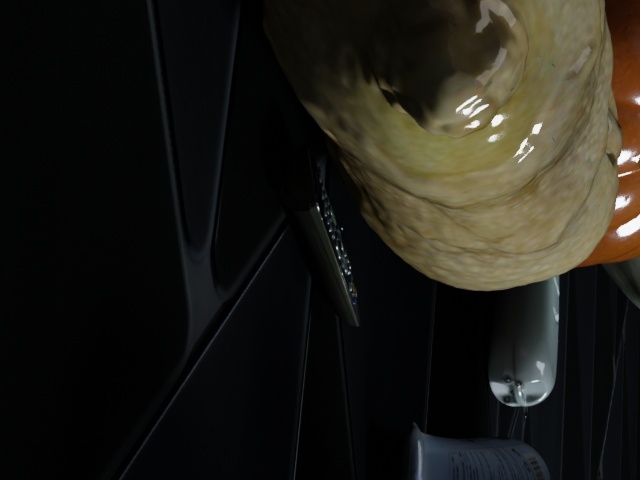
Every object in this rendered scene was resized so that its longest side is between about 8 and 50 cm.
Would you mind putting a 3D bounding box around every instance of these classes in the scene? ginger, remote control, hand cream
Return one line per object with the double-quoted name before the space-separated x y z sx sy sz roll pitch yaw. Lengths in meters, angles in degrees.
"ginger" 0.045 -0.084 0.636 0.354 0.126 0.190 61 11 -58
"remote control" 0.000 0.000 0.680 0.091 0.016 0.034 70 8 -54
"hand cream" 0.077 0.132 0.911 0.256 0.055 0.088 10 88 -73

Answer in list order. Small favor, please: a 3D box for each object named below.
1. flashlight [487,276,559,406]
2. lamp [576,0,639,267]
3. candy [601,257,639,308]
"flashlight" 0.143 0.022 1.184 0.093 0.048 0.200 69 24 -47
"lamp" 0.135 -0.092 0.849 0.223 0.196 0.223 -31 139 -32
"candy" 0.223 -0.113 1.153 0.386 0.186 0.427 58 19 -29
